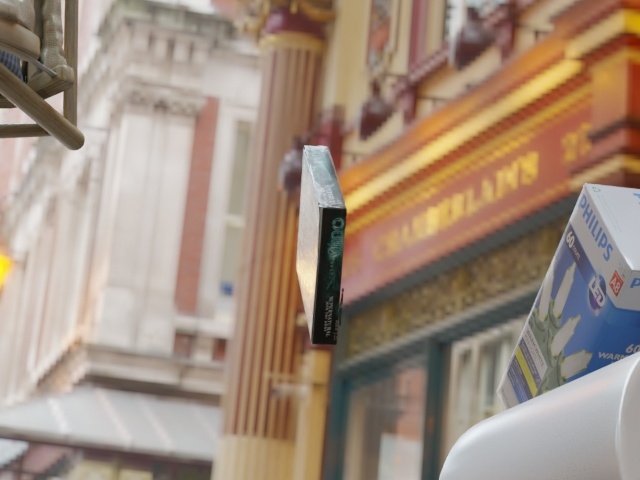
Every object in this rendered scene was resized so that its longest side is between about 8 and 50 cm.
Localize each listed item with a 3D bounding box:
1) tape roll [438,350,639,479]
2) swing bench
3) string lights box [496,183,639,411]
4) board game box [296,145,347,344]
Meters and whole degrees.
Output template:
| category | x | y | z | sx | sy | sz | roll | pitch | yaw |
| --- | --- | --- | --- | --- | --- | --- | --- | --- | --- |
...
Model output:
| category | x | y | z | sx | sy | sz | roll | pitch | yaw |
| --- | --- | --- | --- | --- | --- | --- | --- | --- | --- |
| tape roll | 0.220 | 0.211 | 1.148 | 0.246 | 0.246 | 0.169 | 21 | -36 | -39 |
| swing bench | -0.292 | -0.234 | 1.352 | 0.165 | 0.253 | 0.255 | -4 | -21 | 1 |
| string lights box | 0.255 | 0.091 | 1.537 | 0.076 | 0.133 | 0.260 | 5 | -55 | -18 |
| board game box | 0.000 | 0.000 | 1.476 | 0.026 | 0.126 | 0.186 | 2 | 20 | -6 |
